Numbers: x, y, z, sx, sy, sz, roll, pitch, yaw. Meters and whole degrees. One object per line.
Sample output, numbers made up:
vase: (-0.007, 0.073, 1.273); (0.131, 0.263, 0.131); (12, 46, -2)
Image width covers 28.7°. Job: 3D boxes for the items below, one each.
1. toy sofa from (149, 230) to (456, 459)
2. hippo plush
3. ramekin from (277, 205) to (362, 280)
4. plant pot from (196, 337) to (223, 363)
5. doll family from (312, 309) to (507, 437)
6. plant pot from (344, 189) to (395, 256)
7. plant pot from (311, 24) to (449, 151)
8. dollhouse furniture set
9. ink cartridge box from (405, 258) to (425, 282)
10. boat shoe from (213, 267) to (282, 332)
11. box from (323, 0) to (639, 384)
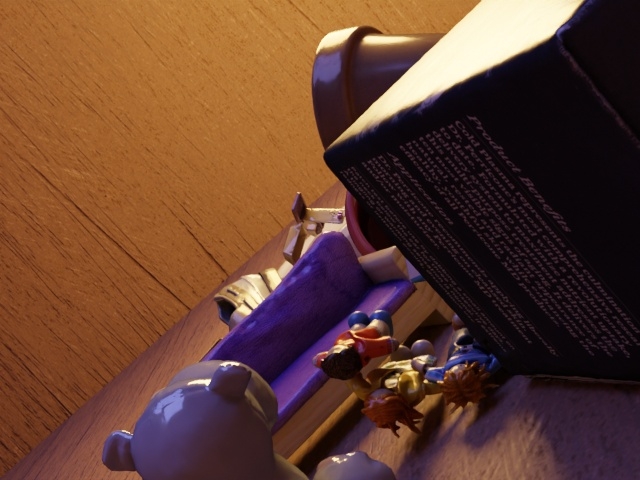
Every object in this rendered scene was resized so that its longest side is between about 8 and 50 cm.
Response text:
toy sofa: (-0.028, 0.149, 1.511); (0.362, 0.177, 0.150); (-44, 7, -16)
hippo plush: (-0.086, 0.234, 1.070); (0.234, 0.236, 0.294); (-41, 7, 11)
ramekin: (0.044, 0.038, 1.966); (0.273, 0.127, 0.273); (-42, 7, 6)
plant pot: (-0.164, 0.243, 2.008); (0.109, 0.109, 0.096); (-48, -4, -37)
doll family: (0.121, 0.121, 1.243); (0.263, 0.118, 0.163); (-20, 9, 20)
plant pot: (0.129, -0.032, 1.732); (0.201, 0.201, 0.180); (-44, -8, -12)
plant pot: (0.146, -0.208, 1.838); (0.229, 0.263, 0.263); (-12, 23, 29)
dollhouse furniture set: (0.000, 0.000, 1.882); (0.081, 0.091, 0.114); (4, 56, 20)
ink cartridge box: (0.196, -0.017, 1.290); (0.191, 0.082, 0.139); (-9, -10, -27)
boat shoe: (-0.077, 0.143, 1.775); (0.103, 0.113, 0.302); (-16, 25, -9)
box: (0.315, -0.146, 0.961); (0.480, 0.297, 0.472); (-45, 9, -15)
